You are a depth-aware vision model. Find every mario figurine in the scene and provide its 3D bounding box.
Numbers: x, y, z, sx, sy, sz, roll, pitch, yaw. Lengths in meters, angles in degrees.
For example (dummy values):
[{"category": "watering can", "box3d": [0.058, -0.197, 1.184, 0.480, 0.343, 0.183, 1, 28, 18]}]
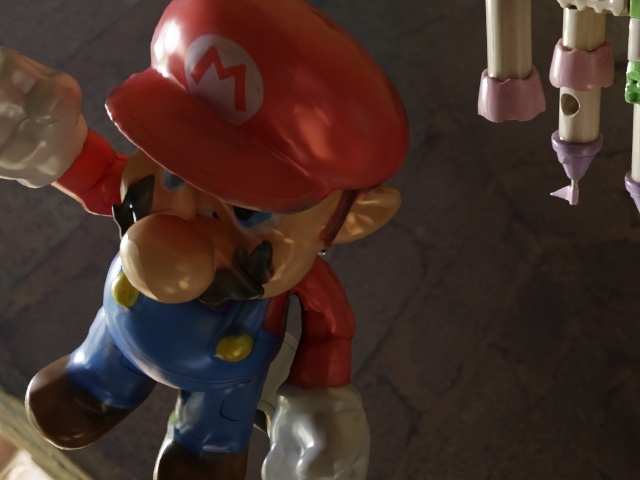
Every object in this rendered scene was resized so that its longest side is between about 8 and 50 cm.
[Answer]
[{"category": "mario figurine", "box3d": [-0.069, 0.028, 0.458, 0.320, 0.198, 0.170, 114, 149, -45]}]

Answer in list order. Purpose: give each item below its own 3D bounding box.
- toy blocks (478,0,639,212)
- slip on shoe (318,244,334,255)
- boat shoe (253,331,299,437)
[{"category": "toy blocks", "box3d": [0.352, -0.132, 0.975, 0.309, 0.260, 0.288, -27, 33, -33]}, {"category": "slip on shoe", "box3d": [0.000, 0.000, 1.355, 0.135, 0.041, 0.051, -13, -1, -41]}, {"category": "boat shoe", "box3d": [-0.054, 0.117, 0.875, 0.079, 0.254, 0.095, 29, 83, 26]}]
